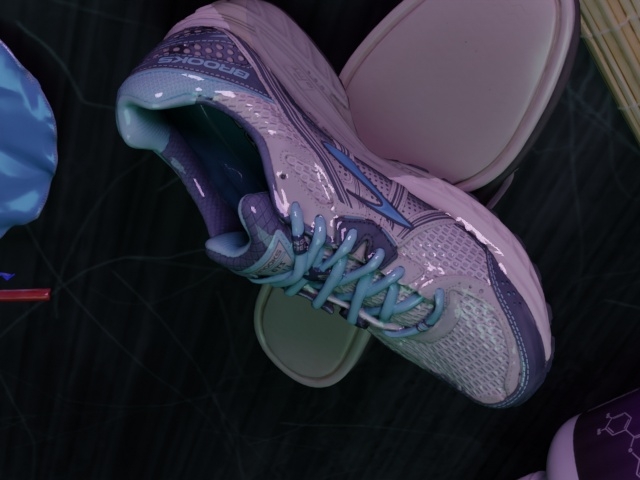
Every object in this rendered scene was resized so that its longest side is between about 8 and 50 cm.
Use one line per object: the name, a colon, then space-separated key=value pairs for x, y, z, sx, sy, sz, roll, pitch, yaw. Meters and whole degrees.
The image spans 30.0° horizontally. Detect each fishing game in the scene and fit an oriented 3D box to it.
fishing game: x=-0.250 y=-0.065 z=0.711 sx=0.189 sy=0.041 sz=0.264 roll=-3 pitch=129 yaw=-1

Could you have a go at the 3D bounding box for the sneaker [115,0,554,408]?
sneaker: x=0.000 y=0.000 z=0.643 sx=0.283 sy=0.122 sz=0.110 roll=43 pitch=128 yaw=2

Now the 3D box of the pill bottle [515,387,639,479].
pill bottle: x=0.303 y=0.186 z=0.907 sx=0.323 sy=0.181 sz=0.181 roll=-31 pitch=131 yaw=26

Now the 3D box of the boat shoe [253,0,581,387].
boat shoe: x=0.056 y=-0.046 z=0.727 sx=0.112 sy=0.095 sz=0.335 roll=38 pitch=128 yaw=9

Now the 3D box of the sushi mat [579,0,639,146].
sushi mat: x=0.251 y=-0.106 z=0.712 sx=0.151 sy=0.019 sz=0.316 roll=-24 pitch=133 yaw=20
